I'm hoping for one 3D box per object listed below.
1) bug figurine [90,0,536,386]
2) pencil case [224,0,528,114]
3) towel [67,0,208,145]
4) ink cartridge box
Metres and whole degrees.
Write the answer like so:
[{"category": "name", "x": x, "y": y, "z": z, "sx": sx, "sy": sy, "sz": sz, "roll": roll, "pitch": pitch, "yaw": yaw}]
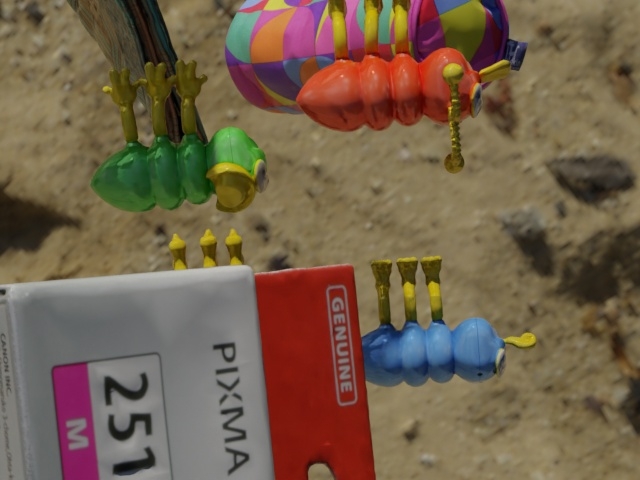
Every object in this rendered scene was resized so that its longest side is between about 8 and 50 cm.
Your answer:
[{"category": "bug figurine", "x": 0.000, "y": 0.000, "z": 0.893, "sx": 0.216, "sy": 0.279, "sz": 0.072, "roll": -7, "pitch": 43, "yaw": 5}, {"category": "pencil case", "x": 0.033, "y": -0.142, "z": 1.195, "sx": 0.104, "sy": 0.236, "sz": 0.104, "roll": 0, "pitch": 90, "yaw": -39}, {"category": "towel", "x": -0.217, "y": -0.251, "z": 1.522, "sx": 0.040, "sy": 0.271, "sz": 0.370, "roll": -28, "pitch": 46, "yaw": -11}, {"category": "ink cartridge box", "x": -0.036, "y": 0.148, "z": 0.723, "sx": 0.239, "sy": 0.060, "sz": 0.275, "roll": -5, "pitch": 88, "yaw": -44}]
